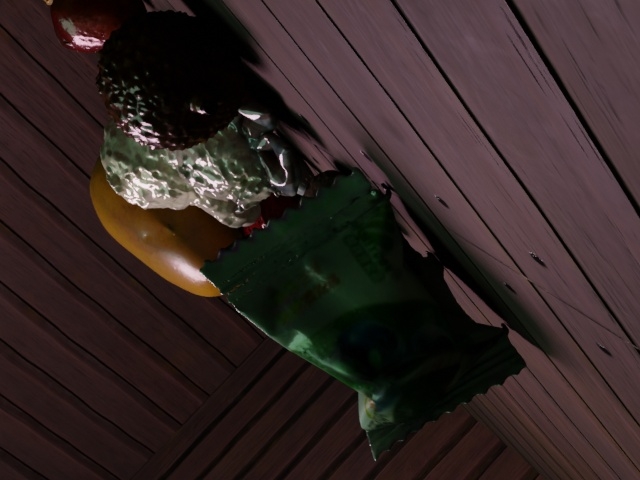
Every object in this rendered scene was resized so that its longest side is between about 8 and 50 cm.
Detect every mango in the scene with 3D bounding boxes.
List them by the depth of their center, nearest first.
[{"bbox_3d":[-0.293,-0.045,2.173,0.445,0.232,0.300,41,172,40],"label":"mango"}]

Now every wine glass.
[{"bbox_3d":[-0.025,-0.094,1.765,0.198,0.066,0.066,44,176,9],"label":"wine glass"}]

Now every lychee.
[{"bbox_3d":[-0.192,-0.205,1.408,0.238,0.200,0.200,40,174,47],"label":"lychee"}]

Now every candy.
[{"bbox_3d":[0.061,0.095,1.450,0.398,0.263,0.172,46,-173,-31],"label":"candy"}]

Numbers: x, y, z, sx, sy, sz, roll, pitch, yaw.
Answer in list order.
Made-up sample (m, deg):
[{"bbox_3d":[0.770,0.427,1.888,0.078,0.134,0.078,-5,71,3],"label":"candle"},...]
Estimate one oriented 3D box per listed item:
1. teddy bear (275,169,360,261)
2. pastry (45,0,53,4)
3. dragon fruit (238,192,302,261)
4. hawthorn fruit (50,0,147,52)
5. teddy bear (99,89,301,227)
[{"bbox_3d":[0.000,0.000,1.586,0.140,0.190,0.177,29,171,49],"label":"teddy bear"},{"bbox_3d":[-0.484,-0.482,1.971,0.250,0.102,0.154,38,174,49],"label":"pastry"},{"bbox_3d":[-0.079,-0.078,1.977,0.317,0.152,0.205,57,163,25],"label":"dragon fruit"},{"bbox_3d":[-0.341,-0.364,1.714,0.172,0.148,0.148,16,173,4],"label":"hawthorn fruit"},{"bbox_3d":[-0.150,-0.175,1.709,0.327,0.362,0.375,66,-153,-15],"label":"teddy bear"}]
